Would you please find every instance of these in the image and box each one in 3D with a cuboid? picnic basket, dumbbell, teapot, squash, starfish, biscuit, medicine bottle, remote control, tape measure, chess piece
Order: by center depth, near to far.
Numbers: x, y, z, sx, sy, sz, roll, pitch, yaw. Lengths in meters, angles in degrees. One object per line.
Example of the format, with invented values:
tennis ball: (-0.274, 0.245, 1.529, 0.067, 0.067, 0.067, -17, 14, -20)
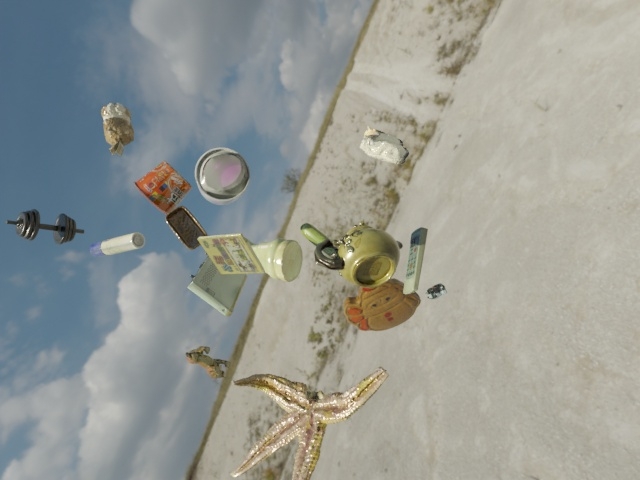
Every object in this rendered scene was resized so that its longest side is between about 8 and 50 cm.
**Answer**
starfish: (-0.061, 0.470, 1.078, 0.383, 0.398, 0.132, -63, -34, -25)
teapot: (0.109, 0.027, 1.139, 0.182, 0.270, 0.173, -108, 23, -48)
dumbbell: (-0.837, -0.041, 1.270, 0.209, 0.099, 0.099, 11, -76, -51)
medicine bottle: (-0.738, 0.017, 1.502, 0.059, 0.231, 0.059, 32, -126, -57)
remote control: (0.398, 0.089, 1.757, 0.123, 0.038, 0.285, 121, 163, -75)
picnic basket: (-0.571, -0.051, 1.778, 0.110, 0.193, 0.055, -37, -5, -15)
tape measure: (0.518, 0.226, 1.848, 0.091, 0.054, 0.094, -28, -2, -5)
squash: (0.000, 0.000, 1.876, 0.069, 0.239, 0.069, -46, -19, -20)
biscuit: (0.287, 0.304, 1.978, 0.381, 0.359, 0.074, 55, -168, -41)
chess piece: (-0.338, 0.079, 2.257, 0.234, 0.443, 0.233, -33, -53, -58)

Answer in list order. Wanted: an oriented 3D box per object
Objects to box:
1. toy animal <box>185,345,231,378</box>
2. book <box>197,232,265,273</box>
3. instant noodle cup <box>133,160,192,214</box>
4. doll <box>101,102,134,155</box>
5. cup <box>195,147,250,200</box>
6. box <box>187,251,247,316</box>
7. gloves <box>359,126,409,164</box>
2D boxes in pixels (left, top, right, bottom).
toy animal: (-0.578, 0.616, 2.080, 0.158, 0.312, 0.097, -24, 38, 34)
book: (-0.295, 0.048, 1.378, 0.167, 0.192, 0.013, 65, -144, -32)
instant noodle cup: (-0.809, -0.281, 2.166, 0.192, 0.250, 0.250, -45, -13, -5)
doll: (-0.768, -0.421, 1.581, 0.105, 0.221, 0.115, -9, -18, -32)
cup: (-0.496, -0.302, 2.095, 0.253, 0.253, 0.371, -64, 12, -9)
box: (-0.396, 0.157, 1.611, 0.045, 0.211, 0.270, -44, 17, 20)
gloves: (0.200, -0.287, 1.284, 0.114, 0.153, 0.070, -66, -5, -52)
